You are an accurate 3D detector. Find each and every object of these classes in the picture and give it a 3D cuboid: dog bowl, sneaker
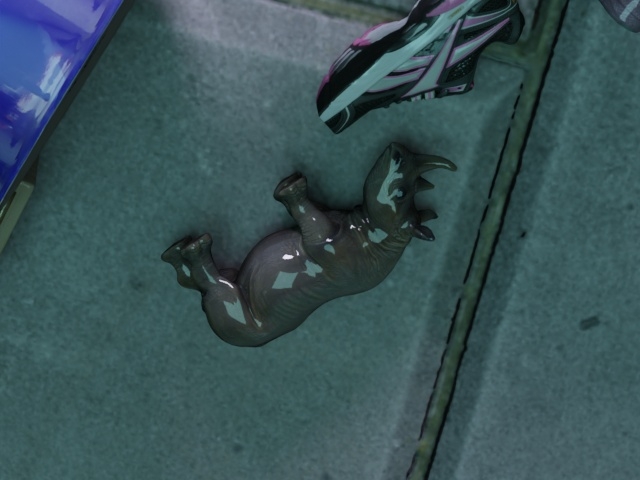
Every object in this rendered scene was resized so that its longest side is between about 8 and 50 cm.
[{"bbox_3d":[-0.205,-0.147,1.178,0.104,0.265,0.265,32,111,-8],"label":"dog bowl"},{"bbox_3d":[0.076,-0.128,1.256,0.178,0.072,0.077,-36,113,24],"label":"sneaker"}]

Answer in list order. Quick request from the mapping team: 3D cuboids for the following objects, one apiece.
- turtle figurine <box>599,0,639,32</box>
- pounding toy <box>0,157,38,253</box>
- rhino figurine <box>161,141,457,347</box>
[{"bbox_3d":[0.304,-0.229,1.167,0.175,0.118,0.234,36,116,-7],"label":"turtle figurine"},{"bbox_3d":[-0.309,-0.034,1.335,0.130,0.100,0.141,23,115,-17],"label":"pounding toy"},{"bbox_3d":[0.000,0.000,1.309,0.243,0.073,0.106,-29,100,15],"label":"rhino figurine"}]
